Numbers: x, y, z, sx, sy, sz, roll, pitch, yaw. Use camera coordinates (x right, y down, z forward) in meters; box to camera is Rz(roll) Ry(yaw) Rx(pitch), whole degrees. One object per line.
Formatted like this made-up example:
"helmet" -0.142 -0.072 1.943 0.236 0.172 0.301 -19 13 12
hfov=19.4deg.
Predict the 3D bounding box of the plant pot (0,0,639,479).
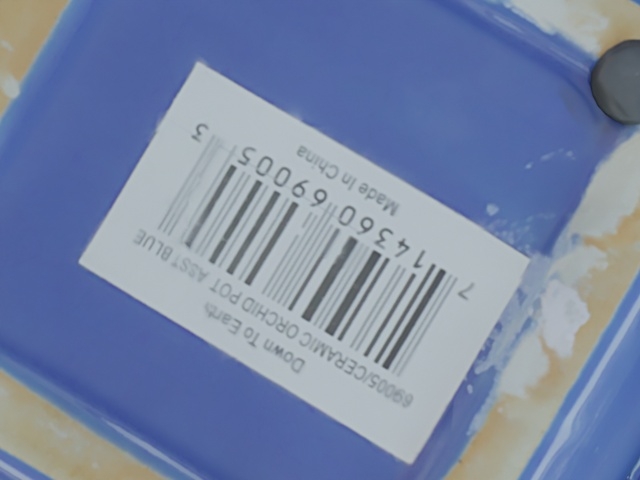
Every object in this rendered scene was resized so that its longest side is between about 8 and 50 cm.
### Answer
"plant pot" 0.000 0.000 0.523 0.236 0.212 0.236 31 90 7
